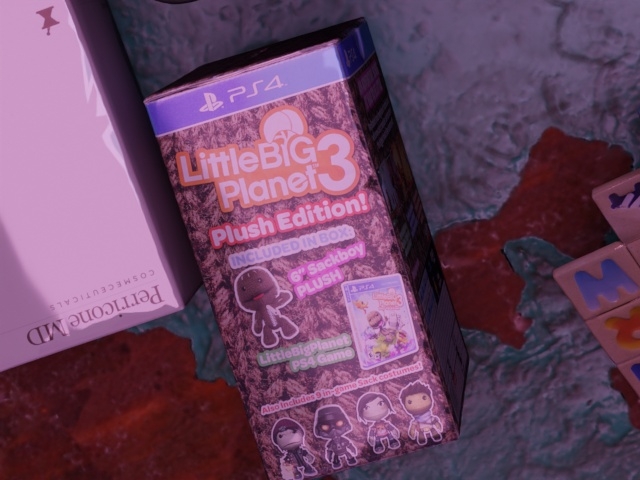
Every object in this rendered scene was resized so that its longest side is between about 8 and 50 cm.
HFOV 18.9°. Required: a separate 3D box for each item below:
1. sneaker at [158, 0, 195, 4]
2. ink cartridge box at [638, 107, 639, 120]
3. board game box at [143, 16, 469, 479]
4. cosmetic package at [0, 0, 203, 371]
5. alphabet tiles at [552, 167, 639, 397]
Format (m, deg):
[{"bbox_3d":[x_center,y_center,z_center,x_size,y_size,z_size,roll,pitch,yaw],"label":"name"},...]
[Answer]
[{"bbox_3d":[-0.011,-0.234,1.066,0.276,0.135,0.097,-40,98,10],"label":"sneaker"},{"bbox_3d":[0.363,-0.058,1.406,0.231,0.134,0.078,-16,140,9],"label":"ink cartridge box"},{"bbox_3d":[0.000,0.000,1.412,0.141,0.232,0.291,-16,98,9],"label":"board game box"},{"bbox_3d":[-0.240,-0.098,1.459,0.197,0.155,0.365,-20,97,7],"label":"cosmetic package"},{"bbox_3d":[0.342,0.035,1.388,0.285,0.011,0.342,-25,132,17],"label":"alphabet tiles"}]
